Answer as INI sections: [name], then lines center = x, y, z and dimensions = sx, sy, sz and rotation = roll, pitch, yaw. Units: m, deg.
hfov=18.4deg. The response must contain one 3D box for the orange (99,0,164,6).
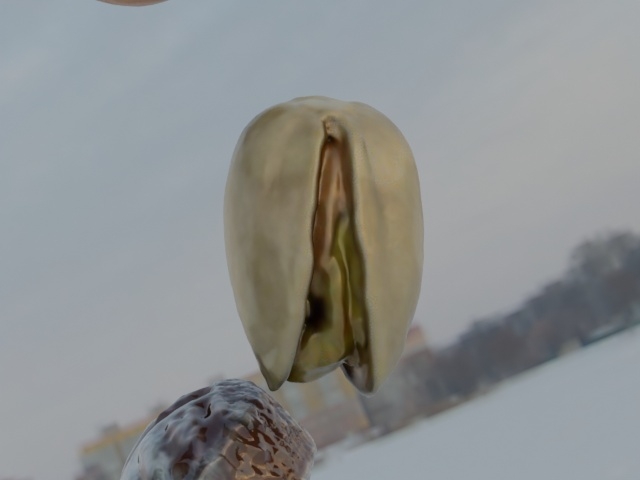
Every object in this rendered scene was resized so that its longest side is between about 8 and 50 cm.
[orange]
center = -0.191, -0.361, 2.036
dimensions = 0.246, 0.246, 0.246
rotation = -22, -6, -2

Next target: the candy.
[candy]
center = -0.110, 0.234, 1.877
dimensions = 0.214, 0.157, 0.289
rotation = -44, 10, -3

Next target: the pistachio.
[pistachio]
center = 0.000, 0.000, 1.839
dimensions = 0.187, 0.299, 0.187
rotation = 1, -19, 0
